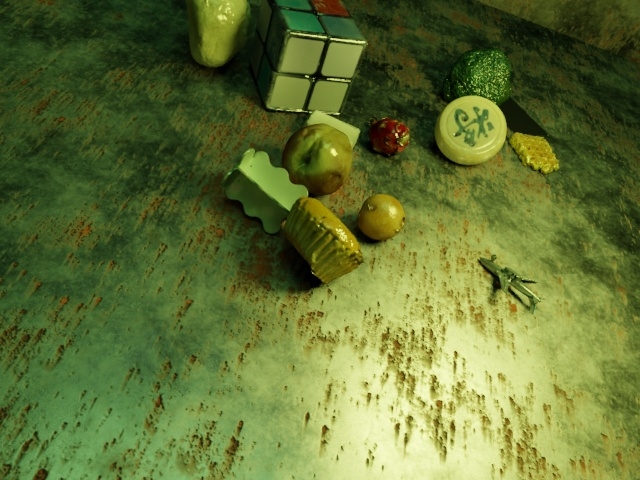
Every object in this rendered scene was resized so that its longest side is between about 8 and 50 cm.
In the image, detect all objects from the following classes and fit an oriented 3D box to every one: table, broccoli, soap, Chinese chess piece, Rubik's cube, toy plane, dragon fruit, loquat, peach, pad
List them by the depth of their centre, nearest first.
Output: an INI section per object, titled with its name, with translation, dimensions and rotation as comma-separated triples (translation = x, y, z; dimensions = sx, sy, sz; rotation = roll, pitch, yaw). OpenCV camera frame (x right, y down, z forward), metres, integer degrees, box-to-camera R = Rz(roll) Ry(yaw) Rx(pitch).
[table]
translation = -0.150, -0.133, 1.483
dimensions = 0.198, 0.167, 0.166
rotation = 41, 46, 8
[loquat]
translation = 0.177, -0.066, 1.554
dimensions = 0.141, 0.141, 0.141
rotation = 11, 44, -11
[toy plane]
translation = 0.565, 0.116, 1.583
dimensions = 0.225, 0.058, 0.226
rotation = -7, 49, -48
[peach]
translation = 0.006, -0.245, 1.628
dimensions = 0.214, 0.214, 0.235
rotation = 43, 30, 21
[soap]
translation = 0.035, -0.371, 1.846
dimensions = 0.183, 0.064, 0.121
rotation = 25, 43, 3
[dragon fruit]
translation = 0.226, -0.385, 1.905
dimensions = 0.125, 0.126, 0.246
rotation = -13, 38, -15
[Rubik's cube]
translation = -0.058, -0.672, 1.921
dimensions = 0.315, 0.313, 0.319
rotation = -3, 50, -24
[Chinese chess piece]
translation = 0.551, -0.404, 1.967
dimensions = 0.257, 0.104, 0.258
rotation = -1, 75, 5
[broccoli]
translation = 0.682, -0.674, 2.276
dimensions = 0.297, 0.298, 0.297
rotation = 44, 27, 22
[pad]
translation = 0.867, -0.569, 2.413
dimensions = 0.202, 0.005, 0.300
rotation = -8, 51, -28

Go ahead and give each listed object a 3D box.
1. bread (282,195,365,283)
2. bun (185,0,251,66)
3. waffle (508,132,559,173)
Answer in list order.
[bread]
translation = 0.001, -0.004, 1.387
dimensions = 0.139, 0.240, 0.240
rotation = -42, 64, 1
[bun]
translation = -0.365, -0.806, 1.918
dimensions = 0.227, 0.352, 0.349
rotation = -6, 75, -13
[waffle]
translation = 0.871, -0.347, 2.160
dimensions = 0.160, 0.055, 0.211
rotation = 6, 47, -18
